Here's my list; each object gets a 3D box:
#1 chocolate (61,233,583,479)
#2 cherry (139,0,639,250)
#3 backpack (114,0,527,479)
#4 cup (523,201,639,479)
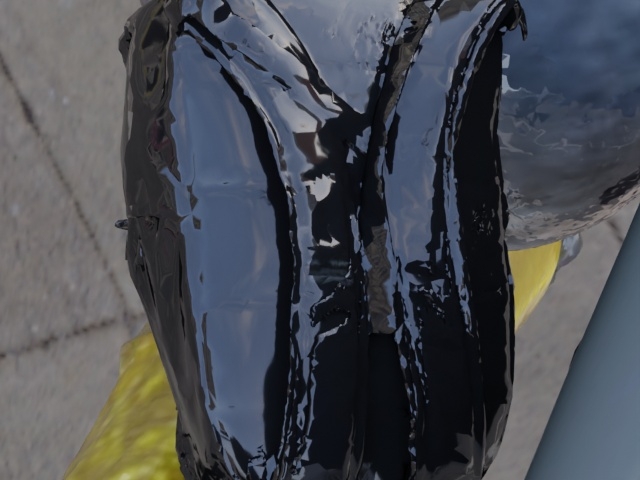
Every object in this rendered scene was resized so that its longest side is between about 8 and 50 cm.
[{"bbox_3d":[0.002,0.057,0.852,0.162,0.162,0.445,37,29,5],"label":"chocolate"},{"bbox_3d":[0.041,-0.134,0.682,0.218,0.255,0.296,-25,71,-39],"label":"cherry"},{"bbox_3d":[-0.003,0.002,0.530,0.120,0.106,0.165,3,86,-22],"label":"backpack"},{"bbox_3d":[0.170,0.039,0.447,0.205,0.205,0.312,30,43,1],"label":"cup"}]
